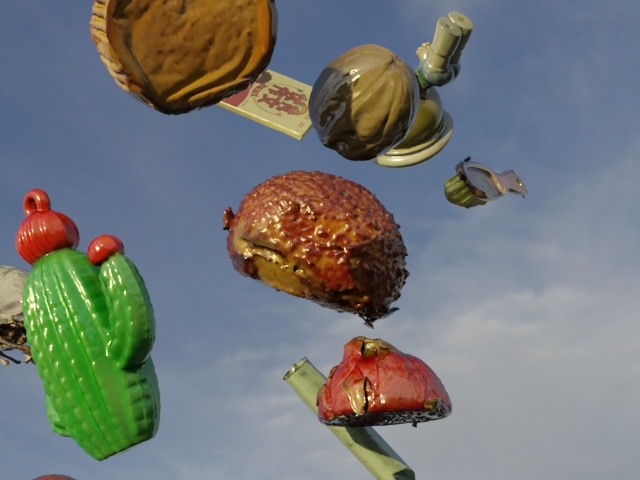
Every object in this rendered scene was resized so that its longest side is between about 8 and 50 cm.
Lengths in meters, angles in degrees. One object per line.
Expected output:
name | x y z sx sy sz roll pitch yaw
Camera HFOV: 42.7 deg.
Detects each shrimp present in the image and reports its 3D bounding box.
shrimp | -0.412 0.112 1.128 0.117 0.145 0.343 10 -3 -40

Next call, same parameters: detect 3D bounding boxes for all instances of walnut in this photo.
walnut | 0.057 -0.179 1.076 0.140 0.140 0.162 3 -18 -21

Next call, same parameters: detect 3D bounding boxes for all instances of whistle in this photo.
whistle | 0.058 0.337 1.454 0.312 0.062 0.062 47 -53 -2

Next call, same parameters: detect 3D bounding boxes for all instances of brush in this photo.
brush | 0.265 -0.085 1.316 0.067 0.072 0.313 -33 -12 26

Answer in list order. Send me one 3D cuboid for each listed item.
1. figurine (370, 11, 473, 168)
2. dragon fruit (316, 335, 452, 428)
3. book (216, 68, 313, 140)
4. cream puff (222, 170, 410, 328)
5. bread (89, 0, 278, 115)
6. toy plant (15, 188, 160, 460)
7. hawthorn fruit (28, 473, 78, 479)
figurine | 0.210 -0.302 1.760 0.224 0.205 0.381 -43 -12 -27
dragon fruit | 0.101 0.224 1.337 0.219 0.148 0.223 -4 -19 8
book | -0.102 -0.291 1.676 0.232 0.162 0.022 24 -43 15
cream puff | -0.002 -0.001 1.414 0.351 0.228 0.350 19 -4 1
bread | -0.150 -0.237 0.891 0.199 0.104 0.199 -11 -67 -28
toy plant | -0.202 0.072 0.716 0.155 0.240 0.088 -1 5 39
hawthorn fruit | -0.485 0.595 1.409 0.285 0.368 0.284 -16 -38 -13
